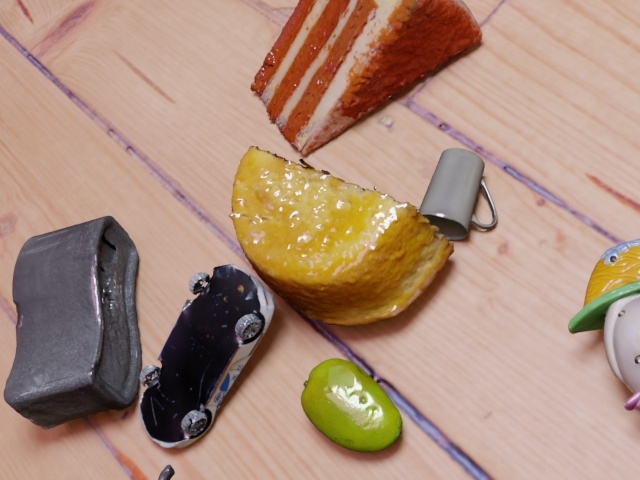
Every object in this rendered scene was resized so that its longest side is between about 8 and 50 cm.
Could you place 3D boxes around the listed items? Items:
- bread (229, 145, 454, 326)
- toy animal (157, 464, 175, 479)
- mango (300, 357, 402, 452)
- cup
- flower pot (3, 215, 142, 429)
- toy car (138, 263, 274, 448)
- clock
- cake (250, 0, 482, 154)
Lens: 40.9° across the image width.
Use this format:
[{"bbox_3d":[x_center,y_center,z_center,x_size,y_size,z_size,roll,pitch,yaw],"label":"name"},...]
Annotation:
[{"bbox_3d":[0.000,0.000,0.860,0.229,0.143,0.139,23,74,33],"label":"bread"},{"bbox_3d":[-0.232,0.341,0.817,0.269,0.082,0.137,-33,57,5],"label":"toy animal"},{"bbox_3d":[0.030,0.159,0.817,0.108,0.056,0.073,27,83,29],"label":"mango"},{"bbox_3d":[0.144,-0.047,0.877,0.075,0.054,0.083,10,66,28],"label":"cup"},{"bbox_3d":[-0.268,0.086,0.953,0.108,0.103,0.229,-15,58,15],"label":"flower pot"},{"bbox_3d":[-0.121,0.121,0.890,0.095,0.056,0.205,36,103,34],"label":"toy car"},{"bbox_3d":[0.326,0.065,0.714,0.231,0.103,0.144,-11,62,20],"label":"clock"},{"bbox_3d":[0.028,-0.235,0.962,0.262,0.159,0.158,-35,59,4],"label":"cake"}]
